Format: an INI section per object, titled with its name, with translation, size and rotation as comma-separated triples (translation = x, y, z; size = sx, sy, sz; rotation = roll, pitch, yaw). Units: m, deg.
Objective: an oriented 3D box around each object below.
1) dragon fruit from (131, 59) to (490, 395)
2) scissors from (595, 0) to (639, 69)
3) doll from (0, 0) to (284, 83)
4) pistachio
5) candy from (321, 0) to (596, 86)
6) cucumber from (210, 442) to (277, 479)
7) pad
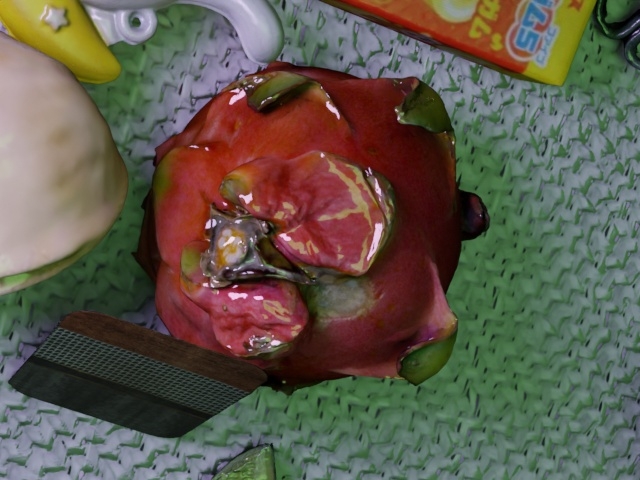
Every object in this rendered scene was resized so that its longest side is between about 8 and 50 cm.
[dragon fruit]
translation = 0.000, 0.000, 1.164
size = 0.306, 0.226, 0.305
rotation = -3, 101, -14
[scissors]
translation = 0.380, -0.271, 1.246
size = 0.300, 0.022, 0.109
rotation = -41, 94, 20
[doll]
translation = -0.169, -0.242, 1.124
size = 0.252, 0.111, 0.237
rotation = -10, 89, -12
[pistachio]
translation = -0.304, -0.056, 1.063
size = 0.309, 0.230, 0.229
rotation = -4, 104, -17
[candy]
translation = 0.104, -0.244, 1.208
size = 0.276, 0.088, 0.146
rotation = 20, 95, -20
[cucumber]
translation = -0.071, 0.293, 1.307
size = 0.071, 0.046, 0.220
rotation = -7, 103, -11
[pad]
translation = -0.092, 0.166, 1.164
size = 0.323, 0.250, 0.055
rotation = 37, 58, -8
